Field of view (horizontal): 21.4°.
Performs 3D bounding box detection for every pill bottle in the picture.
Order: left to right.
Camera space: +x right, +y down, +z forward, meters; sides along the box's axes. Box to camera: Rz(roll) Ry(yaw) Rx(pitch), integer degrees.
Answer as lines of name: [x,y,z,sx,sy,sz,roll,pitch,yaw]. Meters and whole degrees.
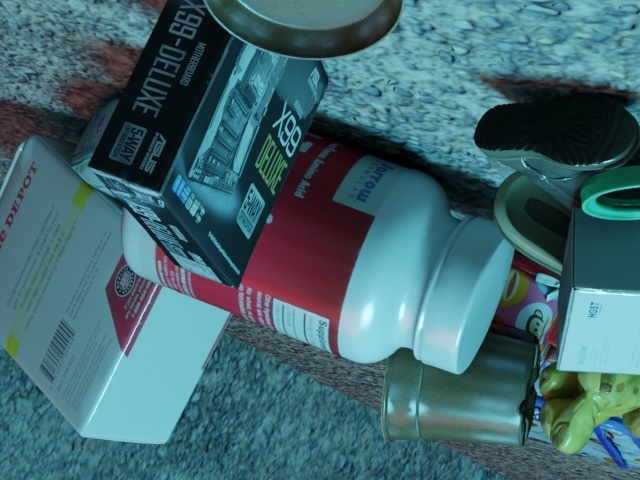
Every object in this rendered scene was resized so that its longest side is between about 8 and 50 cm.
pill bottle: [0.000,0.000,1.921,0.408,0.229,0.229,20,168,15]

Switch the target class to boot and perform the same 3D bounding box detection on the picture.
boot: [0.262,-0.057,1.546,0.208,0.076,0.190,37,166,-37]

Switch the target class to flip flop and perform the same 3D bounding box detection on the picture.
flip flop: [0.305,0.007,1.704,0.277,0.112,0.080,30,154,-2]

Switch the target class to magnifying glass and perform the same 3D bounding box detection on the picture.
magnifying glass: [0.314,-0.054,1.409,0.092,0.026,0.231,14,157,-38]

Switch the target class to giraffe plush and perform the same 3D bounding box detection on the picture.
giraffe plush: [0.409,0.197,2.244,0.170,0.181,0.210,17,136,-16]

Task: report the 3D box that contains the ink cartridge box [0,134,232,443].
ink cartridge box: [-0.312,0.062,2.369,0.160,0.279,0.385,12,-159,-45]

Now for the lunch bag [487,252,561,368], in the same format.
lunch bag: [0.209,0.088,2.163,0.258,0.120,0.293,22,167,9]

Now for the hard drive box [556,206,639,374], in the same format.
hard drive box: [0.342,0.054,1.579,0.232,0.089,0.181,3,152,4]

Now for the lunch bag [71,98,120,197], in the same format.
lunch bag: [-0.182,-0.078,2.223,0.279,0.108,0.224,27,168,-16]

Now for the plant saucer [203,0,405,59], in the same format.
plant saucer: [-0.014,-0.211,1.385,0.168,0.029,0.168,5,148,3]

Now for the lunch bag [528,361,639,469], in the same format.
lunch bag: [0.401,0.255,2.550,0.243,0.115,0.303,16,167,24]

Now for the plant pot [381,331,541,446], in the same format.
plant pot: [0.172,0.171,2.022,0.165,0.167,0.167,8,164,15]

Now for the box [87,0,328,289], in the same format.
box: [-0.094,-0.113,1.580,0.076,0.242,0.307,21,167,15]
